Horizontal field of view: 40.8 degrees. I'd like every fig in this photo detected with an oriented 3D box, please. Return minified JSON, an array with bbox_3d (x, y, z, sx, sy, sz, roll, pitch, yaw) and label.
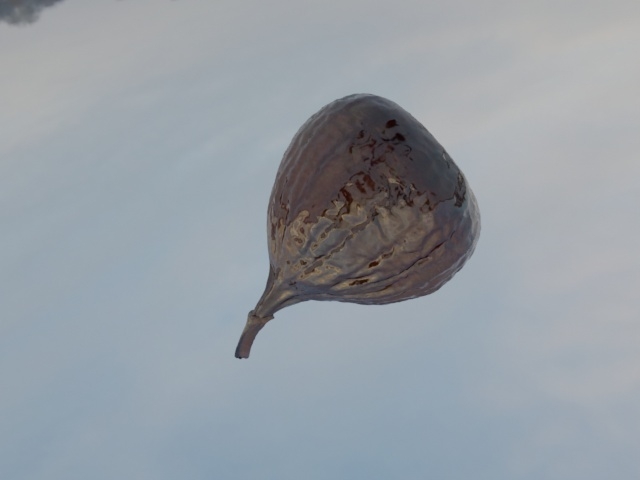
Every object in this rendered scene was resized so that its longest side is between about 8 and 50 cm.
[{"bbox_3d":[0.000,0.000,0.579,0.201,0.146,0.134,-36,173,3],"label":"fig"}]
